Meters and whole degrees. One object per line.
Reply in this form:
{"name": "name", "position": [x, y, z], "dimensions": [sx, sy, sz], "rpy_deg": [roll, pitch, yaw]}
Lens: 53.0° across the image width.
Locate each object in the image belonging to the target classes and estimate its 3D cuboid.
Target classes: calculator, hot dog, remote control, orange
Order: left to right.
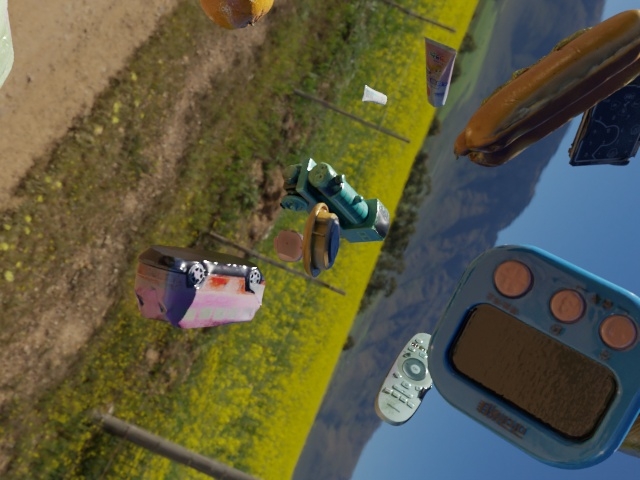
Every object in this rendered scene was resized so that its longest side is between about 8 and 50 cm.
{"name": "orange", "position": [-0.204, -0.611, 1.594], "dimensions": [0.193, 0.161, 0.193], "rpy_deg": [-25, -154, 13]}
{"name": "calculator", "position": [-0.101, 0.016, 2.002], "dimensions": [0.165, 0.024, 0.103], "rpy_deg": [7, -85, 52]}
{"name": "remote control", "position": [0.196, 0.302, 1.406], "dimensions": [0.256, 0.097, 0.045], "rpy_deg": [-48, 166, -38]}
{"name": "hot dog", "position": [0.343, -0.227, 0.969], "dimensions": [0.337, 0.100, 0.135], "rpy_deg": [-33, 161, 5]}
{"name": "calculator", "position": [0.618, -0.269, 1.316], "dimensions": [0.028, 0.165, 0.274], "rpy_deg": [-105, -166, -48]}

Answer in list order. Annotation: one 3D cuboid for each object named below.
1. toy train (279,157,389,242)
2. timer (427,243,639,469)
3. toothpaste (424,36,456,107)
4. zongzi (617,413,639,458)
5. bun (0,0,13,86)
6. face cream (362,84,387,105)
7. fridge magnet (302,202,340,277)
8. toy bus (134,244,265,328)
{"name": "toy train", "position": [0.033, -0.095, 1.613], "dimensions": [0.298, 0.194, 0.120], "rpy_deg": [42, 53, -47]}
{"name": "timer", "position": [0.366, 0.185, 1.073], "dimensions": [0.115, 0.340, 0.309], "rpy_deg": [11, 106, -64]}
{"name": "toothpaste", "position": [0.231, -0.326, 1.254], "dimensions": [0.043, 0.067, 0.194], "rpy_deg": [-57, 163, -12]}
{"name": "zongzi", "position": [0.628, 0.390, 1.117], "dimensions": [0.318, 0.154, 0.290], "rpy_deg": [-52, -139, 36]}
{"name": "bun", "position": [-0.516, -0.323, 0.867], "dimensions": [0.187, 0.293, 0.293], "rpy_deg": [-30, 164, -14]}
{"name": "face cream", "position": [0.130, -0.348, 1.555], "dimensions": [0.115, 0.020, 0.038], "rpy_deg": [-5, 106, -60]}
{"name": "fridge magnet", "position": [0.000, 0.000, 1.220], "dimensions": [0.143, 0.062, 0.143], "rpy_deg": [6, 90, -77]}
{"name": "toy bus", "position": [-0.247, 0.098, 1.331], "dimensions": [0.302, 0.127, 0.147], "rpy_deg": [8, 95, -57]}
